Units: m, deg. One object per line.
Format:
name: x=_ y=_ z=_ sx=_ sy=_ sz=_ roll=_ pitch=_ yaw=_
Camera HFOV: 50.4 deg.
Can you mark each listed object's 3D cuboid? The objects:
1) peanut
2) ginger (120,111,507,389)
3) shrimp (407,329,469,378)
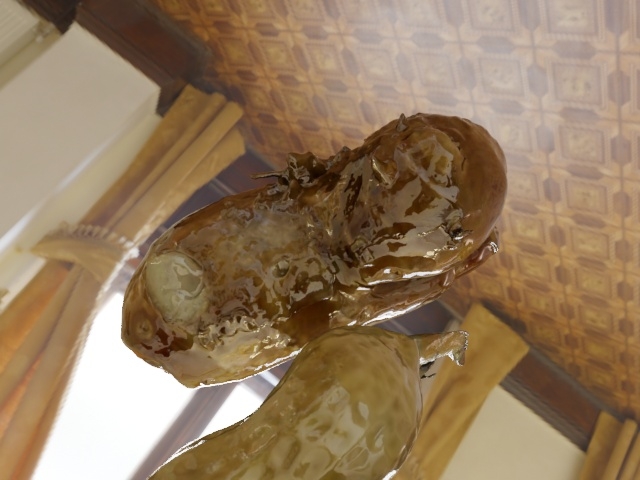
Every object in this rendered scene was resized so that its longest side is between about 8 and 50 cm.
peanut: x=-0.021 y=0.130 z=0.393 sx=0.103 sy=0.229 sz=0.098 roll=29 pitch=150 yaw=49
ginger: x=0.000 y=0.000 z=0.652 sx=0.254 sy=0.419 sz=0.176 roll=87 pitch=164 yaw=-61
shrimp: x=0.070 y=0.135 z=0.627 sx=0.051 sy=0.150 sz=0.217 roll=59 pitch=168 yaw=24
